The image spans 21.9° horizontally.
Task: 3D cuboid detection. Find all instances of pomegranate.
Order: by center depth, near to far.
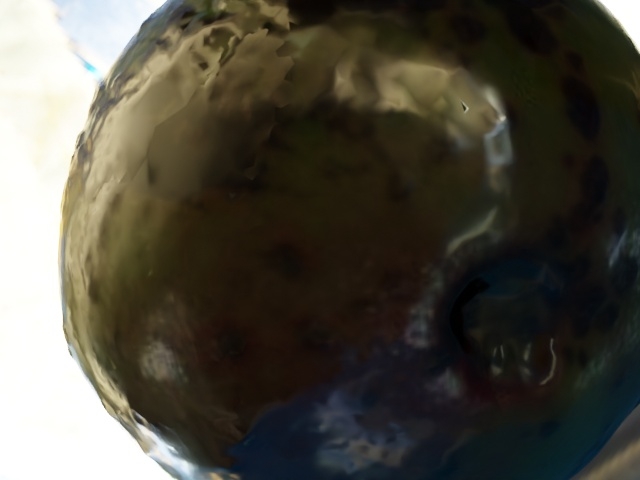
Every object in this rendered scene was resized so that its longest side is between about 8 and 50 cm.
[{"bbox_3d":[0.017,-0.002,0.657,0.242,0.242,0.306,-56,-175,-4],"label":"pomegranate"}]
